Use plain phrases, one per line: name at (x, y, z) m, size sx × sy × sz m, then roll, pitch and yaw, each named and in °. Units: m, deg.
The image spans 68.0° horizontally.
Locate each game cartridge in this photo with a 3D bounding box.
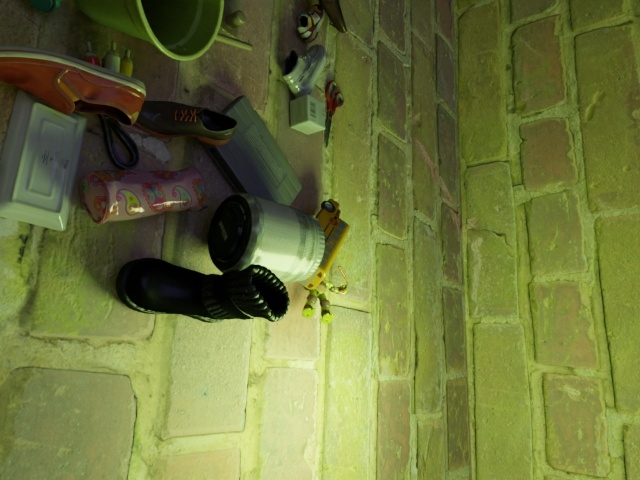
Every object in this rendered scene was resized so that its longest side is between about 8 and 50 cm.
game cartridge at (-0.202, -0.235, 1.449) m, size 0.355 × 0.068 × 0.230 m, roll 57°, pitch 39°, yaw -28°

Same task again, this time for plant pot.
plant pot at (-0.400, -0.562, 1.054) m, size 0.276 × 0.253 × 0.276 m, roll -50°, pitch 149°, yaw -46°

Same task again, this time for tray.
tray at (-0.568, -0.166, 0.977) m, size 0.145 × 0.030 × 0.271 m, roll 22°, pitch 66°, yaw -50°

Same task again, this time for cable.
cable at (-0.484, -0.306, 1.081) m, size 0.139 × 0.072 × 0.287 m, roll -9°, pitch 91°, yaw -48°

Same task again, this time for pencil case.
pencil case at (-0.402, -0.108, 1.113) m, size 0.284 × 0.124 × 0.124 m, roll -14°, pitch 94°, yaw -54°

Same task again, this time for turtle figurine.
turtle figurine at (-0.019, 0.156, 1.584) m, size 0.269 × 0.087 × 0.217 m, roll 32°, pitch 43°, yaw -31°

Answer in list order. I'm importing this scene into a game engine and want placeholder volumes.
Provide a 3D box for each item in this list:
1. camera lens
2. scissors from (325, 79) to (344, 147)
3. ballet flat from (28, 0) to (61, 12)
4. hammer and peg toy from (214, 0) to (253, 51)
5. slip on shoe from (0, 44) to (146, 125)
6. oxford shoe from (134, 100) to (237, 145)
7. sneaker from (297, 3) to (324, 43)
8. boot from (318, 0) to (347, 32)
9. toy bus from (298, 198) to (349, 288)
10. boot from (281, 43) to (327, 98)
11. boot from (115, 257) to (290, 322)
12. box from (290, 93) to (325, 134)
camera lens at (-0.153, -0.001, 1.309) m, size 0.274 × 0.219 × 0.220 m, roll 14°, pitch 72°, yaw -43°
scissors at (0.031, -0.497, 1.843) m, size 0.109 × 0.021 × 0.297 m, roll 47°, pitch 49°, yaw -40°
ballet flat at (-0.629, -0.580, 0.955) m, size 0.247 × 0.083 × 0.087 m, roll 51°, pitch 22°, yaw -34°
hammer and peg toy at (-0.321, -0.680, 1.326) m, size 0.266 × 0.127 × 0.362 m, roll 16°, pitch 71°, yaw -52°
slip on shoe at (-0.524, -0.310, 0.962) m, size 0.331 × 0.123 × 0.101 m, roll 6°, pitch 86°, yaw -40°
oxford shoe at (-0.343, -0.314, 1.203) m, size 0.271 × 0.098 × 0.097 m, roll 2°, pitch 79°, yaw -31°
sneaker at (-0.039, -0.831, 1.774) m, size 0.084 × 0.069 × 0.186 m, roll 40°, pitch 52°, yaw -48°
boot at (0.060, -0.897, 1.825) m, size 0.207 × 0.090 × 0.248 m, roll 51°, pitch 10°, yaw -38°
toy bus at (0.000, 0.000, 1.556) m, size 0.130 × 0.108 × 0.333 m, roll 35°, pitch 40°, yaw -3°
boot at (-0.058, -0.635, 1.683) m, size 0.123 × 0.095 × 0.258 m, roll 47°, pitch 50°, yaw -46°
boot at (-0.265, 0.116, 1.123) m, size 0.348 × 0.260 × 0.131 m, roll 23°, pitch 66°, yaw -49°
box at (-0.045, -0.440, 1.670) m, size 0.102 × 0.087 × 0.101 m, roll 10°, pitch 75°, yaw -52°
